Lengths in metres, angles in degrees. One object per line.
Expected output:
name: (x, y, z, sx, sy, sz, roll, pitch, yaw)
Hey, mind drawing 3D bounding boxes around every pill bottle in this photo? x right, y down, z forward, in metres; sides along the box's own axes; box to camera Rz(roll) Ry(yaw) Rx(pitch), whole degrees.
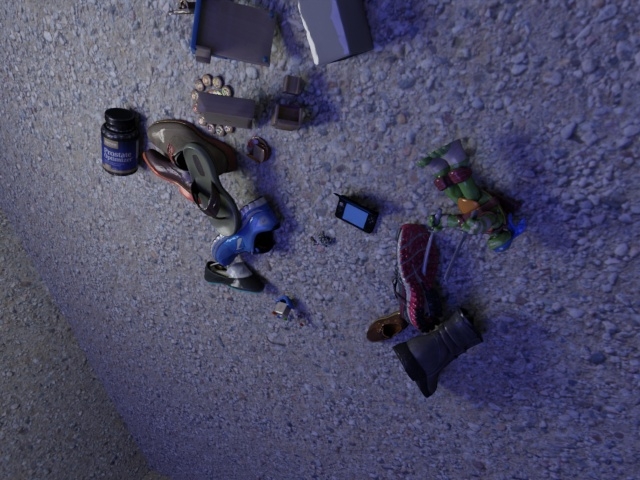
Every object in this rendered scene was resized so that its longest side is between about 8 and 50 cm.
pill bottle: (-0.710, -0.349, 1.497, 0.123, 0.123, 0.219, 32, 130, 15)

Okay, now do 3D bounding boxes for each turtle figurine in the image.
turtle figurine: (0.283, -0.062, 0.930, 0.275, 0.198, 0.266, -27, 89, 24)

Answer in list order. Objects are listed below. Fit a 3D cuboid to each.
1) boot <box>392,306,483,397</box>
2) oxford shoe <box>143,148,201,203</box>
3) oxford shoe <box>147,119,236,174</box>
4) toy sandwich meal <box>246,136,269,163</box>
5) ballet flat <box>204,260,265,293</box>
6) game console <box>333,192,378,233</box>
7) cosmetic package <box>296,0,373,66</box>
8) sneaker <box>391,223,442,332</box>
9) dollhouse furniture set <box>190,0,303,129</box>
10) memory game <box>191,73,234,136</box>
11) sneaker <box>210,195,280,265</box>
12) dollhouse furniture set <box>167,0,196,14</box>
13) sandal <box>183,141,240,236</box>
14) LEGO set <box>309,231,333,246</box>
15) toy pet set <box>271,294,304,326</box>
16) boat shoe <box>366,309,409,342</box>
boot: (0.343, 0.313, 1.152, 0.223, 0.338, 0.118, -31, 58, 4)
oxford shoe: (-0.480, -0.242, 1.437, 0.271, 0.097, 0.098, 37, 115, 2)
oxford shoe: (-0.440, -0.296, 1.339, 0.349, 0.130, 0.122, 23, 126, 22)
toy sandwich meal: (-0.189, -0.265, 1.254, 0.086, 0.029, 0.085, 16, 124, 26)
ballet flat: (-0.324, 0.124, 1.533, 0.281, 0.095, 0.096, 6, 107, 31)
game console: (0.088, -0.073, 1.151, 0.122, 0.071, 0.107, 29, 128, 18)
cosmetic package: (0.022, -0.511, 0.908, 0.107, 0.127, 0.237, -1, 113, 34)
sneaker: (0.238, 0.099, 1.126, 0.112, 0.121, 0.298, 22, 124, 60)
dollhouse furniture set: (-0.182, -0.458, 1.110, 0.287, 0.198, 0.302, 6, 97, -12)
memory game: (-0.322, -0.405, 1.275, 0.186, 0.012, 0.186, 17, 124, 26)
sneaker: (-0.245, 0.005, 1.384, 0.147, 0.130, 0.330, 50, 132, 3)
dollhouse furniture set: (-0.355, -0.660, 1.076, 0.144, 0.123, 0.151, 11, 121, 29)
sandal: (-0.336, -0.136, 1.240, 0.120, 0.086, 0.302, -2, 123, 30)
LEGO set: (0.000, 0.002, 1.285, 0.083, 0.023, 0.054, -31, 96, 41)
toy pet set: (-0.118, 0.242, 1.496, 0.122, 0.065, 0.114, 11, 156, 32)
boat shoe: (0.197, 0.269, 1.282, 0.064, 0.060, 0.178, 49, 132, 0)
